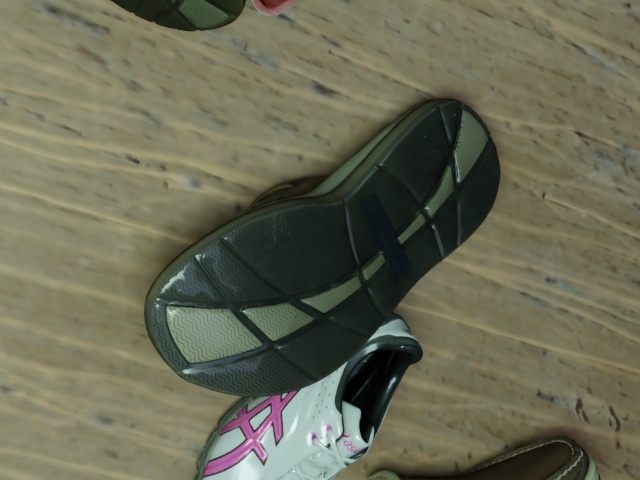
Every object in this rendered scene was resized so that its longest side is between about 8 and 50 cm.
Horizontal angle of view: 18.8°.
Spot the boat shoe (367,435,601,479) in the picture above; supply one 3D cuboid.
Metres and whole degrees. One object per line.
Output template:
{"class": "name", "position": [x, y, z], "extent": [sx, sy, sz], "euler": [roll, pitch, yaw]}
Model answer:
{"class": "boat shoe", "position": [0.067, 0.188, 1.243], "extent": [0.257, 0.095, 0.095], "euler": [-32, 112, -20]}

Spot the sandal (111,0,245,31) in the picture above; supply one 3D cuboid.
{"class": "sandal", "position": [-0.120, -0.191, 1.042], "extent": [0.219, 0.090, 0.060], "euler": [36, 61, -27]}

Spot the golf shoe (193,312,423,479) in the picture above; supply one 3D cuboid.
{"class": "golf shoe", "position": [-0.011, 0.118, 1.178], "extent": [0.067, 0.086, 0.186], "euler": [37, 84, -35]}

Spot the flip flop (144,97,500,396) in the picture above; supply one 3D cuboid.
{"class": "flip flop", "position": [0.000, 0.000, 1.165], "extent": [0.277, 0.080, 0.112], "euler": [-39, 116, -35]}

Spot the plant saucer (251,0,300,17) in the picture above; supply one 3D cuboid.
{"class": "plant saucer", "position": [0.007, -0.301, 1.099], "extent": [0.259, 0.047, 0.258], "euler": [-36, 119, -20]}
